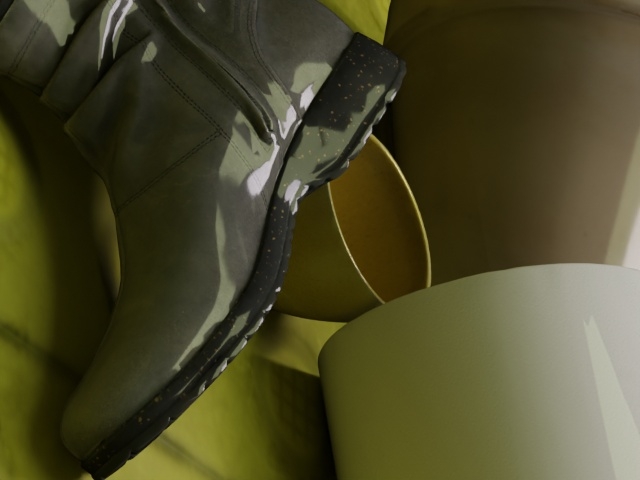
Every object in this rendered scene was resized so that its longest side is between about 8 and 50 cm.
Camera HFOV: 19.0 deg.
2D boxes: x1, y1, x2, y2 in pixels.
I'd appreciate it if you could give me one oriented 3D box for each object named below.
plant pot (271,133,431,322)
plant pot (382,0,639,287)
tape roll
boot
[{"bbox_3d":[0.000,0.000,1.278,0.134,0.095,0.134,42,37,-44],"label":"plant pot"},{"bbox_3d":[0.183,-0.038,1.477,0.323,0.323,0.280,42,53,-44],"label":"plant pot"},{"bbox_3d":[0.130,0.138,1.261,0.246,0.246,0.169,27,48,-55],"label":"tape roll"},{"bbox_3d":[-0.115,-0.048,1.078,0.223,0.118,0.338,37,55,-12],"label":"boot"}]
